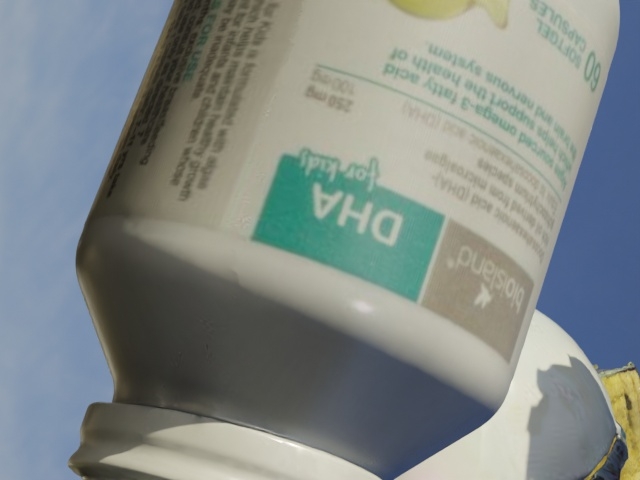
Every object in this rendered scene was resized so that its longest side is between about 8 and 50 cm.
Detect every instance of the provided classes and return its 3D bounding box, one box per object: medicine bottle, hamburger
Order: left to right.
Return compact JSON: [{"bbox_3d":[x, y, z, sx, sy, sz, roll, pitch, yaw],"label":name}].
[{"bbox_3d":[0.000,0.000,0.439,0.135,0.135,0.215,-16,-128,66],"label":"medicine bottle"},{"bbox_3d":[0.281,0.243,1.649,0.132,0.309,0.211,-3,-92,27],"label":"hamburger"}]

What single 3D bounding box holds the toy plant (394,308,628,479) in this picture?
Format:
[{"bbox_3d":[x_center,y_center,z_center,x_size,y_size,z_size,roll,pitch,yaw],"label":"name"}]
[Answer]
[{"bbox_3d":[0.014,0.008,0.840,0.332,0.247,0.247,67,-20,-9],"label":"toy plant"}]
